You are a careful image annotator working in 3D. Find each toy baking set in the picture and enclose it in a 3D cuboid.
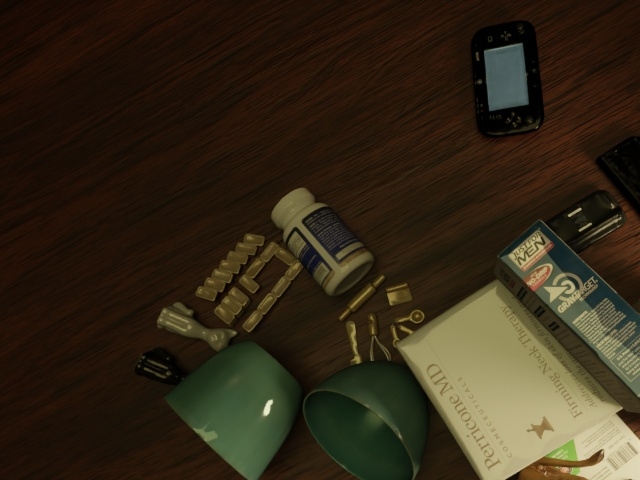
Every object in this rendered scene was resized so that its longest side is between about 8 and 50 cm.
[{"bbox_3d":[0.144,0.214,1.576,0.256,0.030,0.197,-40,72,1],"label":"toy baking set"}]

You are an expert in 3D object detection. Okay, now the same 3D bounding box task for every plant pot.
[{"bbox_3d":[-0.183,0.381,1.486,0.293,0.293,0.235,38,73,18],"label":"plant pot"},{"bbox_3d":[0.134,0.389,1.433,0.290,0.290,0.195,33,49,18],"label":"plant pot"}]

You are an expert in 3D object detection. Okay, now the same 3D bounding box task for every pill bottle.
[{"bbox_3d":[0.000,0.000,1.597,0.153,0.153,0.265,-41,72,1],"label":"pill bottle"}]

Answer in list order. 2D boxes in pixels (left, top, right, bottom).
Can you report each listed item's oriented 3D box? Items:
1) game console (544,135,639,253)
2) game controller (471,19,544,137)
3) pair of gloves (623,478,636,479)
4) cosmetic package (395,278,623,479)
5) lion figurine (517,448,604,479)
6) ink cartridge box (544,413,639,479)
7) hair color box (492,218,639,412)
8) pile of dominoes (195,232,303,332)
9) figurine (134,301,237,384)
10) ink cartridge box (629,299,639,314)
[{"bbox_3d":[0.696,-0.092,1.522,0.361,0.044,0.213,-32,70,3],"label":"game console"},{"bbox_3d":[0.485,-0.420,1.636,0.166,0.067,0.319,-4,75,12],"label":"game controller"},{"bbox_3d":[0.627,0.531,1.271,0.074,0.010,0.083,-27,70,6],"label":"pair of gloves"},{"bbox_3d":[0.426,0.267,1.345,0.393,0.327,0.329,-33,72,4],"label":"cosmetic package"},{"bbox_3d":[0.464,0.573,1.284,0.240,0.142,0.392,12,101,53],"label":"lion figurine"},{"bbox_3d":[0.628,0.534,1.340,0.211,0.121,0.289,-38,72,2],"label":"ink cartridge box"},{"bbox_3d":[0.465,0.135,1.104,0.105,0.174,0.347,-42,72,0],"label":"hair color box"},{"bbox_3d":[-0.189,0.110,1.687,0.196,0.040,0.251,36,78,19],"label":"pile of dominoes"},{"bbox_3d":[-0.344,0.293,1.647,0.209,0.092,0.215,22,81,9],"label":"figurine"},{"bbox_3d":[0.754,0.236,1.241,0.166,0.395,0.285,-14,74,9],"label":"ink cartridge box"}]
